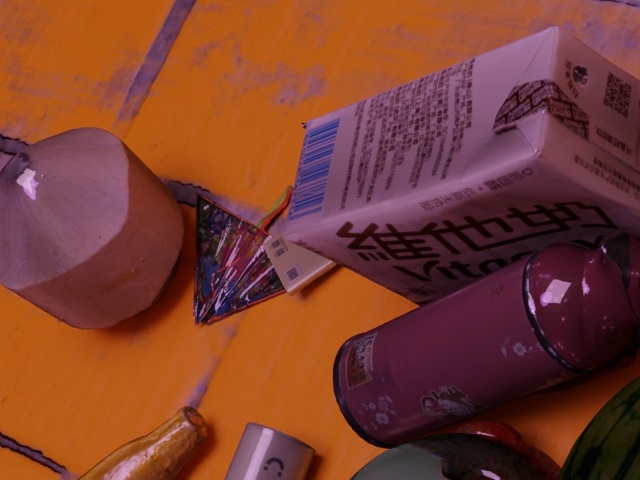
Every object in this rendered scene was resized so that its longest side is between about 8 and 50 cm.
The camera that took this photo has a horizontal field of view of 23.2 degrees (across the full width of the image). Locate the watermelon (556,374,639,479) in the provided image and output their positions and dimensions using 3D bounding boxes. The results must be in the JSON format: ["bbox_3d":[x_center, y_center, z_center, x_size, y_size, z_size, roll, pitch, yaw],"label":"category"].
[{"bbox_3d":[0.240,0.227,1.040,0.331,0.189,0.330,-175,90,-74],"label":"watermelon"}]

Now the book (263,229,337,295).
[{"bbox_3d":[0.000,0.000,1.600,0.111,0.014,0.077,-34,48,6],"label":"book"}]

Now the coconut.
[{"bbox_3d":[-0.263,-0.018,1.694,0.202,0.222,0.202,-22,48,26],"label":"coconut"}]

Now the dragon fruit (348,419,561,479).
[{"bbox_3d":[0.096,0.261,1.262,0.268,0.130,0.295,-51,33,-15],"label":"dragon fruit"}]

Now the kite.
[{"bbox_3d":[-0.091,0.011,1.681,0.183,0.014,0.241,-53,43,1],"label":"kite"}]

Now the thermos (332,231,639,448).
[{"bbox_3d":[0.166,0.089,1.310,0.330,0.136,0.109,-29,11,42],"label":"thermos"}]

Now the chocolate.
[{"bbox_3d":[-0.205,0.250,1.589,0.219,0.086,0.085,-43,45,9],"label":"chocolate"}]

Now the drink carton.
[{"bbox_3d":[0.140,-0.049,1.348,0.325,0.194,0.132,-18,55,48],"label":"drink carton"}]

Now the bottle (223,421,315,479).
[{"bbox_3d":[-0.074,0.276,1.464,0.072,0.072,0.201,9,71,43],"label":"bottle"}]
